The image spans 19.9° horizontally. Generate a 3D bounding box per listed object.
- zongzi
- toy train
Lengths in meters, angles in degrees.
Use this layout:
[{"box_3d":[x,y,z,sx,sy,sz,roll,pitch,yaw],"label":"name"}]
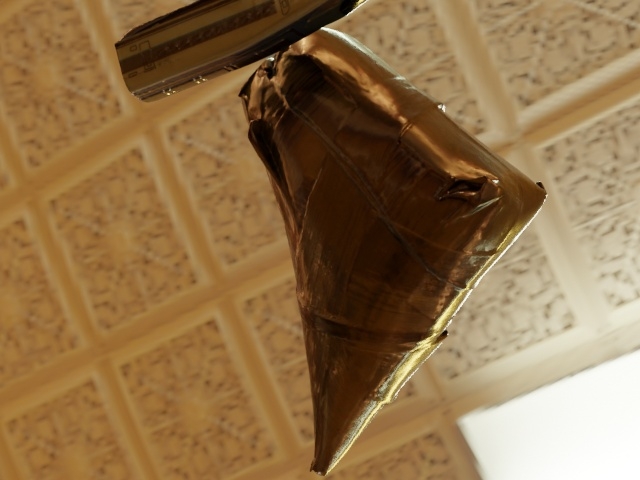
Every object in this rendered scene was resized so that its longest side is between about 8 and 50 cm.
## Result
[{"box_3d":[0.000,0.000,1.373,0.251,0.125,0.274,44,-70,30],"label":"zongzi"},{"box_3d":[-0.029,-0.162,1.309,0.252,0.055,0.048,-19,-108,24],"label":"toy train"}]
